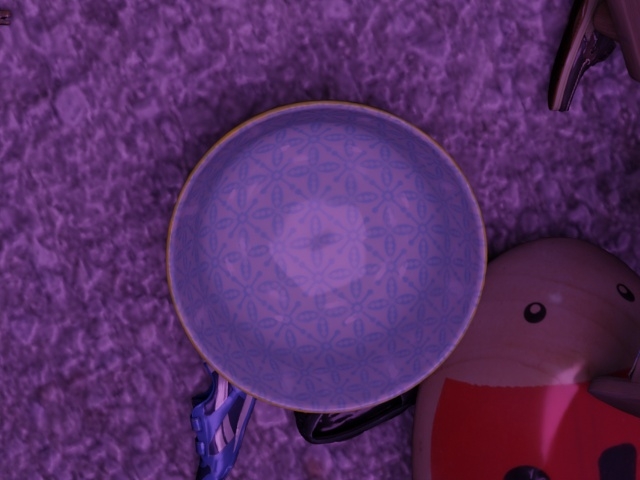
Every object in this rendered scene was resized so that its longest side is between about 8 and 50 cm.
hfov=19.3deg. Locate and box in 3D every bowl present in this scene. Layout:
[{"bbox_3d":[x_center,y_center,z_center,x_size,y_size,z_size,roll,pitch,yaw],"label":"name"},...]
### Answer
[{"bbox_3d":[0.000,0.000,1.749,0.289,0.156,0.289,-1,103,-5],"label":"bowl"}]

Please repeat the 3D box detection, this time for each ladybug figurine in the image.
[{"bbox_3d":[0.246,0.222,1.805,0.305,0.162,0.449,-16,111,-19],"label":"ladybug figurine"}]

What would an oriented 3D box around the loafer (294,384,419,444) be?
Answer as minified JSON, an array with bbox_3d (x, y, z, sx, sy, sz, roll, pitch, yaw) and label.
[{"bbox_3d":[0.077,0.132,1.832,0.223,0.078,0.076,-31,106,1],"label":"loafer"}]

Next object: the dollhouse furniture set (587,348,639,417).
[{"bbox_3d":[0.457,0.047,1.725,0.394,0.256,0.362,27,81,-20],"label":"dollhouse furniture set"}]

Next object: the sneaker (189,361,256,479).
[{"bbox_3d":[-0.104,0.182,1.837,0.059,0.053,0.144,16,93,-11],"label":"sneaker"}]

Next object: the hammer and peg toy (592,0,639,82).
[{"bbox_3d":[0.355,-0.274,1.706,0.266,0.127,0.361,-50,148,-10],"label":"hammer and peg toy"}]

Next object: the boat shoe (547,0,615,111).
[{"bbox_3d":[0.257,-0.191,1.787,0.049,0.056,0.152,17,101,-6],"label":"boat shoe"}]

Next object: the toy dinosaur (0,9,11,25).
[{"bbox_3d":[-0.370,-0.167,1.727,0.183,0.053,0.092,-12,89,-12],"label":"toy dinosaur"}]
